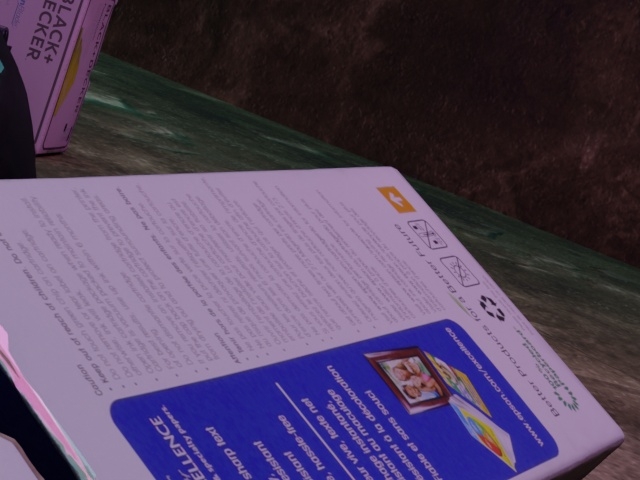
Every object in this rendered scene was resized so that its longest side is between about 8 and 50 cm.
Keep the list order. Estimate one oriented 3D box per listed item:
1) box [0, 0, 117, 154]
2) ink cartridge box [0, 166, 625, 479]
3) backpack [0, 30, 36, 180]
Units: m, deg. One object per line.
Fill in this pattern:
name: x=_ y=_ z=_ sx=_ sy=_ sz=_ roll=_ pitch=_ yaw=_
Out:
box: x=-0.356 y=-0.208 z=1.369 sx=0.290 sy=0.169 sz=0.087 roll=22 pitch=8 yaw=5
ink cartridge box: x=-0.023 y=0.054 z=0.542 sx=0.176 sy=0.069 sz=0.371 roll=51 pitch=24 yaw=19
backpack: x=-0.322 y=-0.099 z=0.600 sx=0.355 sy=0.273 sz=0.290 roll=-6 pitch=31 yaw=-46
